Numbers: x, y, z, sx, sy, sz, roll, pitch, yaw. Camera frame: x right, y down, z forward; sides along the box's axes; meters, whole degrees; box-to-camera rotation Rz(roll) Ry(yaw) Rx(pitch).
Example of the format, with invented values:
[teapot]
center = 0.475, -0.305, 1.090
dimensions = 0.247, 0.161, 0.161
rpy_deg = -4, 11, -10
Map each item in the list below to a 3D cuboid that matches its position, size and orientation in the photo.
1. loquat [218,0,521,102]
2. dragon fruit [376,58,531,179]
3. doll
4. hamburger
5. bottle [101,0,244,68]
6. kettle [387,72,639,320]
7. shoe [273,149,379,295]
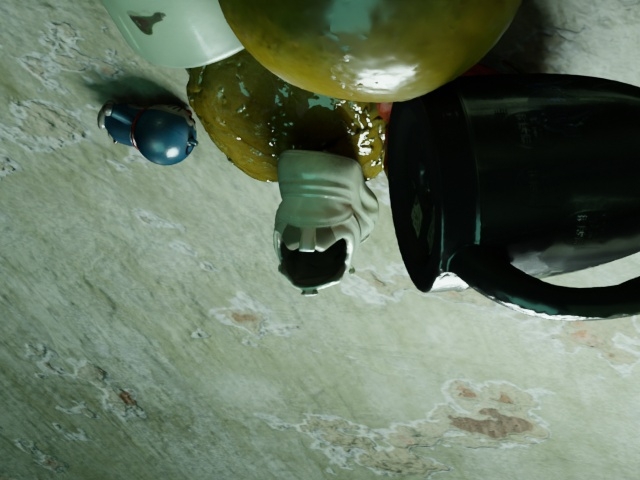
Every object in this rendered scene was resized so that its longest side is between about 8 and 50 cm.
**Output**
[loquat]
center = 0.062, -0.289, 1.574
dimensions = 0.328, 0.328, 0.359
rpy_deg = -8, 172, 40
[dragon fruit]
center = 0.174, -0.114, 1.907
dimensions = 0.224, 0.224, 0.227
rpy_deg = -6, 113, 38
[doll]
center = -0.232, -0.152, 2.226
dimensions = 0.152, 0.085, 0.114
rpy_deg = 16, 169, 28
[hamburger]
center = -0.037, -0.170, 2.015
dimensions = 0.285, 0.134, 0.265
rpy_deg = -3, 150, 28
[bottle]
center = -0.185, -0.356, 1.677
dimensions = 0.229, 0.229, 0.351
rpy_deg = 4, 148, 25
[kettle]
center = 0.261, -0.042, 1.675
dimensions = 0.324, 0.321, 0.228
rpy_deg = -6, 135, -10
[shoe]
center = 0.000, 0.000, 2.021
dimensions = 0.124, 0.159, 0.316
rpy_deg = 4, 163, 9
